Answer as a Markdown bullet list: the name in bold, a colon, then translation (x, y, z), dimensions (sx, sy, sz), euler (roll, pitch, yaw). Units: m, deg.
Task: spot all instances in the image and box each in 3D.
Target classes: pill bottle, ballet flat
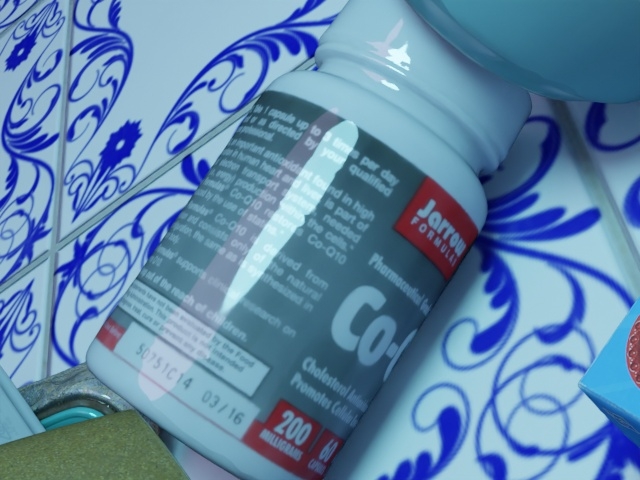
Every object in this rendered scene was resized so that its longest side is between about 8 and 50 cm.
- **pill bottle**: translation (0.000, 0.000, 0.686), dimensions (0.161, 0.161, 0.283), euler (25, 79, 52)
- **ballet flat**: translation (-0.236, 0.161, 0.862), dimensions (0.316, 0.107, 0.106), euler (-19, 23, 27)

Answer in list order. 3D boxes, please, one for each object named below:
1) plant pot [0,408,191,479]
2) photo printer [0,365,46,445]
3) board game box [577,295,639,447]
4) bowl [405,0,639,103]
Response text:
- **plant pot**: translation (-0.168, 0.207, 0.563), dimensions (0.254, 0.237, 0.237), euler (-33, 34, -17)
- **photo printer**: translation (-0.320, 0.203, 0.778), dimensions (0.307, 0.107, 0.256), euler (-43, 77, 25)
- **board game box**: translation (0.306, 0.013, 0.422), dimensions (0.308, 0.086, 0.302), euler (-54, 38, -4)
- **bowl**: translation (0.140, -0.197, 0.632), dimensions (0.163, 0.311, 0.311), euler (-49, 32, 35)
